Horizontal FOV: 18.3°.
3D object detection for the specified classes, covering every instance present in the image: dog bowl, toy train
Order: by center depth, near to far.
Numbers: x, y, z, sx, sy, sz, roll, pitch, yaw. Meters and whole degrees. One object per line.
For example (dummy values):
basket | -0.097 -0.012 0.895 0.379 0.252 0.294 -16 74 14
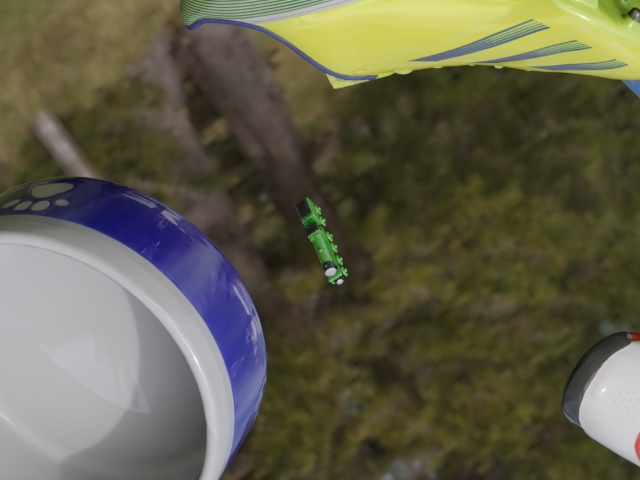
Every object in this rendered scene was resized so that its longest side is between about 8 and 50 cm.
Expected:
dog bowl | -0.176 0.091 1.427 0.265 0.265 0.104 -36 -171 32
toy train | 0.000 0.000 1.581 0.017 0.083 0.024 -32 142 13

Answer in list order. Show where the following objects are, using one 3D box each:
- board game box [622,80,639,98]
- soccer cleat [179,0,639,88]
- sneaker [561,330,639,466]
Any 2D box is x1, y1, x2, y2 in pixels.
board game box | 0.432 -0.247 2.052 0.141 0.232 0.291 -28 151 -24
soccer cleat | 0.059 -0.132 1.112 0.093 0.289 0.121 -97 -155 -56
sneaker | 0.298 0.158 1.495 0.090 0.145 0.270 -55 140 2
